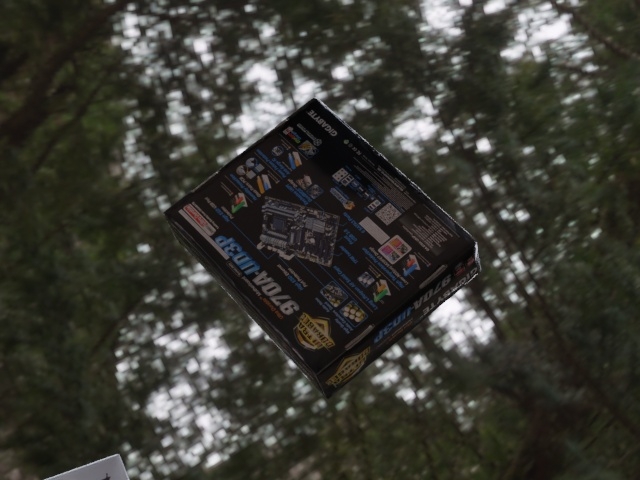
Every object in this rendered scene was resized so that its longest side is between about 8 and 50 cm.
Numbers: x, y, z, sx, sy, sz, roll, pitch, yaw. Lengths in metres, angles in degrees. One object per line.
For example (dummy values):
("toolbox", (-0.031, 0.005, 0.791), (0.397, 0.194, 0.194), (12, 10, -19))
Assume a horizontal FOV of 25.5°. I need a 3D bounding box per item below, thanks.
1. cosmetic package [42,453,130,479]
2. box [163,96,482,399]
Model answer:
("cosmetic package", (-0.303, 0.387, 1.252), (0.284, 0.377, 0.097), (63, -32, 16))
("box", (0.000, 0.000, 1.201), (0.220, 0.175, 0.051), (44, -14, 30))
